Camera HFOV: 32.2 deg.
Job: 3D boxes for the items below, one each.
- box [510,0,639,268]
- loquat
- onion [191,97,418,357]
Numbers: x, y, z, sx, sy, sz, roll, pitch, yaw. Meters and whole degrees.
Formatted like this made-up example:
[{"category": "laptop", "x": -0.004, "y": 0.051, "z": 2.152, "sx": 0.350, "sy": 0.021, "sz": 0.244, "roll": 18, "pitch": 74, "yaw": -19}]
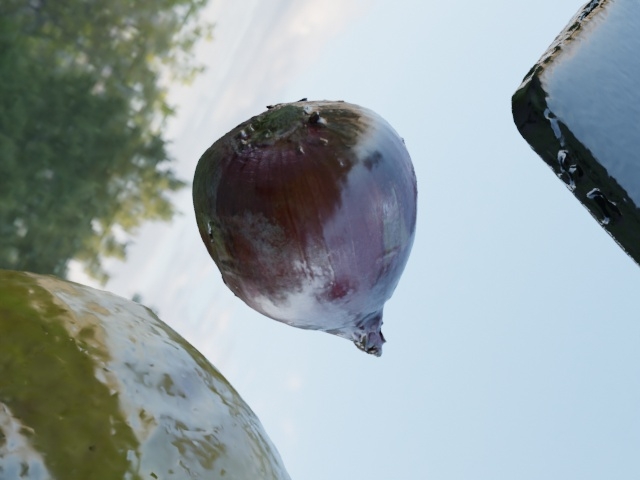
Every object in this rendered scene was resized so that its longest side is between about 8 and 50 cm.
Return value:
[{"category": "box", "x": 0.402, "y": -0.117, "z": 1.335, "sx": 0.091, "sy": 0.350, "sz": 0.359, "roll": -40, "pitch": -176, "yaw": 44}, {"category": "loquat", "x": -0.112, "y": 0.123, "z": 0.390, "sx": 0.244, "sy": 0.244, "sz": 0.244, "roll": -57, "pitch": -166, "yaw": 22}, {"category": "onion", "x": 0.000, "y": 0.000, "z": 0.763, "sx": 0.159, "sy": 0.195, "sz": 0.159, "roll": -17, "pitch": -158, "yaw": 7}]
